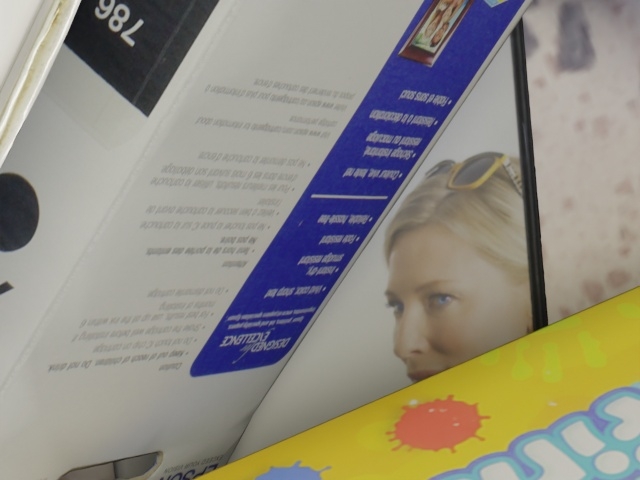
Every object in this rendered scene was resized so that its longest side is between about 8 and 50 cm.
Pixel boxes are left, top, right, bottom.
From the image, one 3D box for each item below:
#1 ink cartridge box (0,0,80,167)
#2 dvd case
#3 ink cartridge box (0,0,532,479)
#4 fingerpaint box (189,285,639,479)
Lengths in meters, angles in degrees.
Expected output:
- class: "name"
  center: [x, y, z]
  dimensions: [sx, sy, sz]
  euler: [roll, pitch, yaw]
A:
- class: "ink cartridge box"
  center: [-0.179, -0.093, 0.417]
  dimensions: [0.207, 0.283, 0.117]
  euler: [26, 91, -19]
- class: "dvd case"
  center: [0.000, 0.000, 0.625]
  dimensions: [0.180, 0.022, 0.253]
  euler: [-9, 101, -15]
- class: "ink cartridge box"
  center: [-0.016, -0.050, 0.489]
  dimensions: [0.065, 0.165, 0.332]
  euler: [40, 107, 23]
- class: "fingerpaint box"
  center: [0.099, 0.222, 0.560]
  dimensions: [0.445, 0.163, 0.371]
  euler: [-22, 123, -15]
